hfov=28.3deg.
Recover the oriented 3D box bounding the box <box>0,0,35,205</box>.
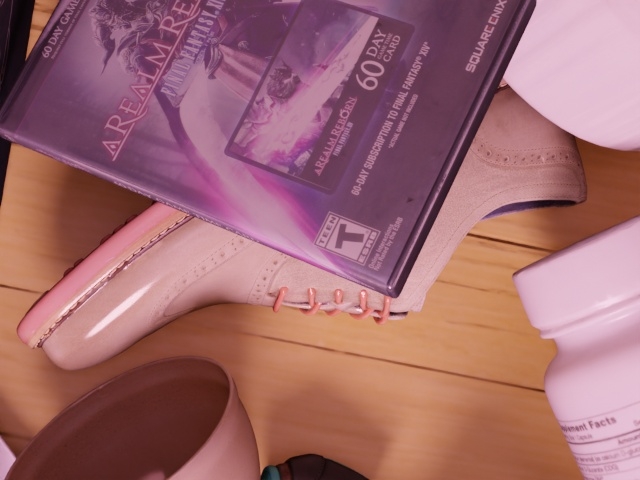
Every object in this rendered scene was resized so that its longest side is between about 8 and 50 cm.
[{"bbox_3d":[-0.291,-0.165,0.739,0.212,0.293,0.395,8,82,-5],"label":"box"}]

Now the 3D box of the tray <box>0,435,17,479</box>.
[{"bbox_3d":[-0.236,0.214,0.832,0.145,0.030,0.270,-36,88,-8],"label":"tray"}]

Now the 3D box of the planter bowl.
[{"bbox_3d":[-0.103,0.164,0.800,0.162,0.162,0.109,-32,114,-9],"label":"planter bowl"}]

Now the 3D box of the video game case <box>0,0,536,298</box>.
[{"bbox_3d":[-0.038,-0.103,0.752,0.274,0.026,0.196,22,77,18],"label":"video game case"}]

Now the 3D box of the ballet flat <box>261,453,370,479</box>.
[{"bbox_3d":[-0.003,0.281,0.819,0.096,0.095,0.280,9,83,-13],"label":"ballet flat"}]

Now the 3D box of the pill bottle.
[{"bbox_3d":[0.244,0.123,0.827,0.160,0.160,0.283,-23,86,-8],"label":"pill bottle"}]

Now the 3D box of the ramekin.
[{"bbox_3d":[0.208,-0.192,0.823,0.277,0.135,0.277,16,60,-29],"label":"ramekin"}]

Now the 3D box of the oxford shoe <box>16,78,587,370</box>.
[{"bbox_3d":[0.000,0.000,0.829,0.397,0.140,0.146,-28,90,-8],"label":"oxford shoe"}]
